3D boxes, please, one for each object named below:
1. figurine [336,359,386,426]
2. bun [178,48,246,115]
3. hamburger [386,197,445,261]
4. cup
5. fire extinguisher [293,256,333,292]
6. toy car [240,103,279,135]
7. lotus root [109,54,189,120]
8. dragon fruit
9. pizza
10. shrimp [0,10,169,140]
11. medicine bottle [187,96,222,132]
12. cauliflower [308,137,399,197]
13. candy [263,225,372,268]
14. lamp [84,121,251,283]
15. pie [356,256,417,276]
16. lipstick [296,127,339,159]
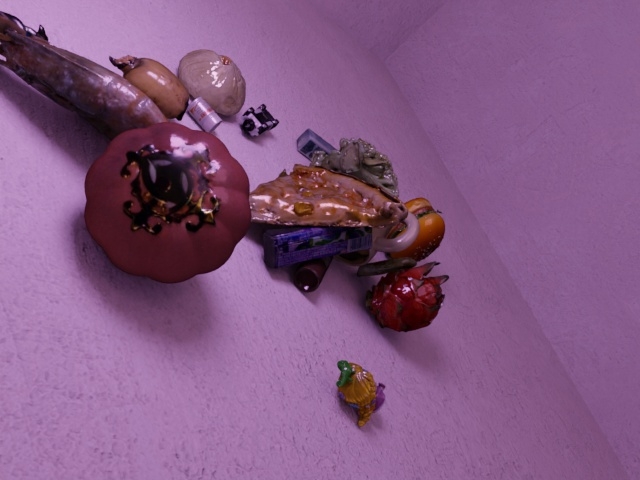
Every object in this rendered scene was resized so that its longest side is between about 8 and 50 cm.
[{"bbox_3d":[0.081,0.345,1.312,0.156,0.094,0.115,53,41,-40],"label":"figurine"},{"bbox_3d":[-0.304,-0.479,1.706,0.220,0.134,0.220,34,29,-22],"label":"bun"},{"bbox_3d":[0.327,-0.019,1.996,0.246,0.246,0.170,7,41,-55],"label":"hamburger"},{"bbox_3d":[0.145,-0.054,1.679,0.173,0.255,0.202,53,49,-22],"label":"cup"},{"bbox_3d":[-0.020,0.048,1.554,0.099,0.071,0.231,32,28,-3],"label":"fire extinguisher"},{"bbox_3d":[-0.196,-0.368,1.805,0.080,0.070,0.171,49,24,-4],"label":"toy car"},{"bbox_3d":[-0.416,-0.382,1.420,0.221,0.125,0.118,41,68,-25],"label":"lotus root"},{"bbox_3d":[0.258,0.165,1.669,0.274,0.192,0.193,-13,51,-14],"label":"dragon fruit"},{"bbox_3d":[-0.010,-0.134,1.592,0.434,0.080,0.392,3,22,-7],"label":"pizza"},{"bbox_3d":[-0.484,-0.302,1.167,0.445,0.221,0.110,34,69,-14],"label":"shrimp"},{"bbox_3d":[-0.320,-0.345,1.596,0.089,0.057,0.057,49,26,-6],"label":"medicine bottle"},{"bbox_3d":[0.094,-0.202,1.883,0.326,0.261,0.281,22,14,22],"label":"cauliflower"},{"bbox_3d":[0.000,0.000,1.483,0.312,0.088,0.061,-10,21,-32],"label":"candy"},{"bbox_3d":[-0.283,-0.066,1.091,0.305,0.239,0.306,4,75,-16],"label":"lamp"},{"bbox_3d":[0.196,0.077,1.726,0.186,0.186,0.041,-1,80,-58],"label":"pie"},{"bbox_3d":[0.039,-0.285,2.064,0.289,0.077,0.076,33,32,-29],"label":"lipstick"}]
